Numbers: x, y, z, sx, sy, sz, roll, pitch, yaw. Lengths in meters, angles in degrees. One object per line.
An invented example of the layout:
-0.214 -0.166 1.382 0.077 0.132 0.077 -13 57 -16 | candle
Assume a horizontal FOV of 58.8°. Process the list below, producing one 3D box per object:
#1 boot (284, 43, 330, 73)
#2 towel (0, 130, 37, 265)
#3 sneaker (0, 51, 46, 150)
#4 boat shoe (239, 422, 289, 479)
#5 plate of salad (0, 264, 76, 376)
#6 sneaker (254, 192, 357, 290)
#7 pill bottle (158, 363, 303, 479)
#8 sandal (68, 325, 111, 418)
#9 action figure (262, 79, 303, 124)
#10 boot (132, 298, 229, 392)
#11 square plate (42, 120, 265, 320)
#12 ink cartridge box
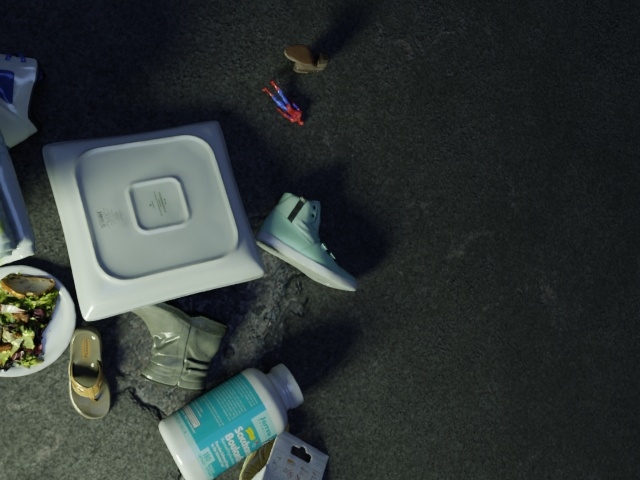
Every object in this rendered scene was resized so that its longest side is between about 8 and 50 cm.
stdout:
-0.037 -0.385 1.224 0.119 0.087 0.042 1 87 -27 | boot
-0.608 -0.116 0.871 0.090 0.321 0.374 -31 106 -65 | towel
-0.591 -0.296 0.980 0.182 0.127 0.315 -37 109 -24 | sneaker
-0.119 0.438 1.184 0.056 0.048 0.153 33 69 -9 | boat shoe
-0.544 0.144 1.011 0.200 0.048 0.199 1 88 -23 | plate of salad
0.000 0.000 1.221 0.256 0.094 0.151 34 73 -19 | sneaker
-0.166 0.347 1.107 0.264 0.146 0.146 -29 99 -21 | pill bottle
-0.428 0.249 1.049 0.072 0.049 0.180 -5 100 -23 | sandal
-0.076 -0.295 1.236 0.115 0.030 0.038 46 78 -20 | action figure
-0.309 0.197 1.094 0.247 0.083 0.161 26 84 -18 | boot
-0.307 -0.059 1.074 0.344 0.049 0.347 -14 78 -24 | square plate
-0.084 0.523 1.167 0.181 0.056 0.224 44 51 -36 | ink cartridge box
